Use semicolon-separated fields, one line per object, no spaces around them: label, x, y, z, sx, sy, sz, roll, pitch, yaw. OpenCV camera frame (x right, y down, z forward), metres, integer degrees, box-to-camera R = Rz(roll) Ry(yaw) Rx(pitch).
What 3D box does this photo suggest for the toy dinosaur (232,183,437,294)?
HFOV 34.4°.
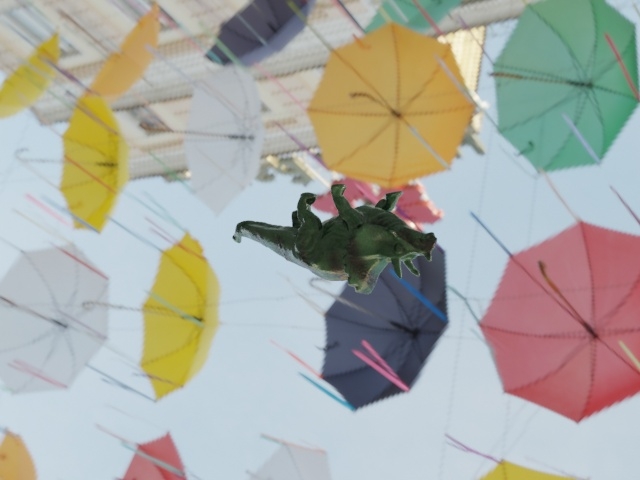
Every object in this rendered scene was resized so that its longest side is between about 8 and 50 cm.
toy dinosaur;0.004;-0.017;1.191;0.292;0.079;0.120;18;-79;34
